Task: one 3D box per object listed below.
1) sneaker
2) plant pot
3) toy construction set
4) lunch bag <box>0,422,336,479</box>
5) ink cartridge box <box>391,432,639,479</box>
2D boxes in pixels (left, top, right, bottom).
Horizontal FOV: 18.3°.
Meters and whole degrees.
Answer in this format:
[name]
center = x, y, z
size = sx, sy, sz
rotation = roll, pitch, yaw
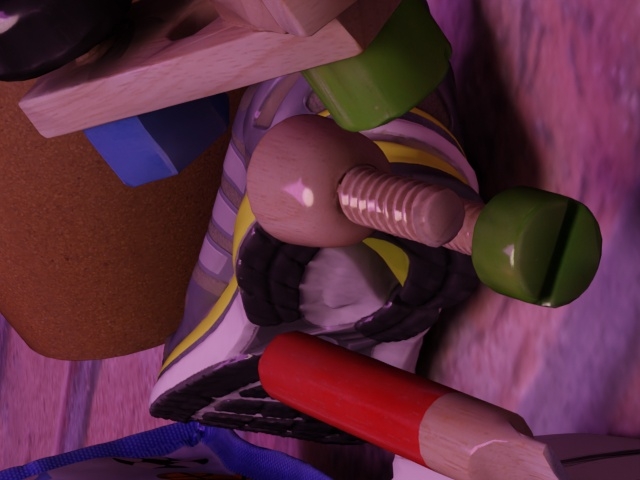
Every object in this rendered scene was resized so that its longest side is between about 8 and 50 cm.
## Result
[sneaker]
center = 0.000, 0.000, 0.826
size = 0.300, 0.111, 0.121
rotation = 124, 154, -59
[plant pot]
center = -0.129, -0.076, 1.005
size = 0.237, 0.237, 0.254
rotation = -140, 34, -64
[toy construction set]
center = 0.044, -0.080, 0.489
size = 0.237, 0.257, 0.309
rotation = 19, 123, 56
[lunch bag]
center = -0.056, 0.267, 0.800
size = 0.385, 0.238, 0.328
rotation = -171, 66, -68
[ink cartridge box]
center = 0.094, 0.132, 0.579
size = 0.190, 0.082, 0.140
rotation = 175, 89, -72
